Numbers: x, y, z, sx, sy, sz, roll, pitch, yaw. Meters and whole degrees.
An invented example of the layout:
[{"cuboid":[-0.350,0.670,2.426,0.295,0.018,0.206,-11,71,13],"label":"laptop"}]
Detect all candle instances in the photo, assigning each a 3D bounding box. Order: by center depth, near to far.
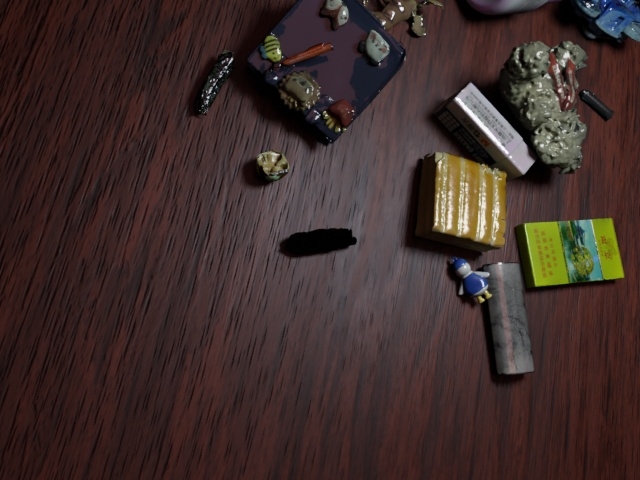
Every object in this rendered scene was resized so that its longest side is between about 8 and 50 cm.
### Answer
[{"cuboid":[-0.052,-0.438,1.338,0.167,0.021,0.026,-21,110,-2],"label":"candle"}]

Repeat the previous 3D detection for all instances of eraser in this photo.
[{"cuboid":[0.462,-0.297,1.574,0.287,0.130,0.086,46,69,-6],"label":"eraser"}]

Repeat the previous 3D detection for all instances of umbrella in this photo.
[{"cuboid":[0.895,-0.443,1.811,0.133,0.031,0.036,38,43,-8],"label":"umbrella"}]

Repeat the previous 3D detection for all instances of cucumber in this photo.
[{"cuboid":[-0.263,-0.388,1.379,0.053,0.053,0.181,28,72,-12],"label":"cucumber"}]

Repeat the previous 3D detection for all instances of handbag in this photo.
[{"cuboid":[0.013,-0.449,1.413,0.303,0.122,0.329,42,87,-7],"label":"handbag"}]

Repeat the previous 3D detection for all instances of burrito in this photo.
[{"cuboid":[0.000,-0.001,1.391,0.188,0.045,0.058,-8,74,-19],"label":"burrito"}]

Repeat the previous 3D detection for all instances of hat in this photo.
[{"cuboid":[-0.121,-0.178,1.380,0.077,0.059,0.076,-19,69,-27],"label":"hat"}]

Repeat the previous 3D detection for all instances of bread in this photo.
[{"cuboid":[0.386,-0.106,1.515,0.239,0.111,0.246,13,72,-19],"label":"bread"}]

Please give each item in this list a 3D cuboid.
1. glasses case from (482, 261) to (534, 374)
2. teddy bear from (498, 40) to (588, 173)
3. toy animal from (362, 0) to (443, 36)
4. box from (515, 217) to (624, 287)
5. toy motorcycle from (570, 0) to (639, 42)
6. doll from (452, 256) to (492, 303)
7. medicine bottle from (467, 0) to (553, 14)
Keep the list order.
[{"cuboid":[0.508,0.209,1.516,0.114,0.060,0.299,0,79,-21],"label":"glasses case"},{"cuboid":[0.666,-0.371,1.594,0.357,0.224,0.367,-18,78,-45],"label":"teddy bear"},{"cuboid":[0.228,-0.654,1.597,0.186,0.094,0.214,46,75,0],"label":"toy animal"},{"cuboid":[0.736,0.035,1.643,0.335,0.047,0.187,-3,79,-21],"label":"box"},{"cuboid":[0.924,-0.759,1.838,0.319,0.241,0.182,16,115,-22],"label":"toy motorcycle"},{"cuboid":[0.400,0.102,1.500,0.099,0.058,0.143,-39,85,15],"label":"doll"},{"cuboid":[0.608,-0.815,1.668,0.325,0.256,0.256,-17,85,-29],"label":"medicine bottle"}]
